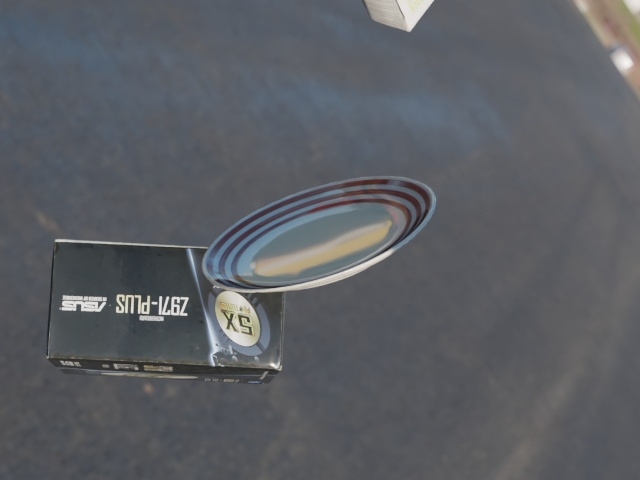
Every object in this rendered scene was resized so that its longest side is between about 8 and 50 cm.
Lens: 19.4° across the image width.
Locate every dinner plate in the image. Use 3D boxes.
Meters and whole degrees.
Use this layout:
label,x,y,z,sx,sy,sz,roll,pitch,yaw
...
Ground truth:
label,x,y,z,sx,sy,sz,roll,pitch,yaw
dinner plate,0.000,0.000,1.078,0.141,0.141,0.017,-94,168,-68

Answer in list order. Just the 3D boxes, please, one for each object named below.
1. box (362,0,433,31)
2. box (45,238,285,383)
label,x,y,z,sx,sy,sz,roll,pitch,yaw
box,0.117,-0.381,1.680,0.058,0.322,0.232,25,-22,34
box,-0.100,0.050,1.235,0.180,0.147,0.078,125,-32,-81
